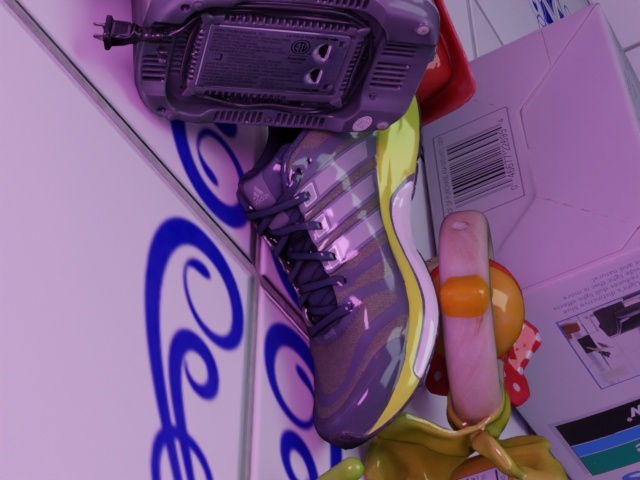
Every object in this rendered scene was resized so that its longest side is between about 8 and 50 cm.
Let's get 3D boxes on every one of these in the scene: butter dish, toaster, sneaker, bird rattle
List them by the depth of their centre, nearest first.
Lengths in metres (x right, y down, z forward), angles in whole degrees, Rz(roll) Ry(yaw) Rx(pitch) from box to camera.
[{"bbox_3d":[-0.040,-0.162,0.866,0.129,0.227,0.146,110,-25,-48],"label":"toaster"},{"bbox_3d":[0.000,0.000,0.917,0.121,0.111,0.299,16,55,-31],"label":"sneaker"},{"bbox_3d":[0.124,0.075,0.993,0.253,0.143,0.206,-63,150,-56],"label":"bird rattle"},{"bbox_3d":[0.020,-0.156,1.078,0.118,0.160,0.160,-18,85,-46],"label":"butter dish"}]

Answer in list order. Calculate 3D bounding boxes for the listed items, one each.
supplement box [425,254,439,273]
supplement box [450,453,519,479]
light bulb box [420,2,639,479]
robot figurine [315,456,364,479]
[{"bbox_3d":[0.109,0.035,1.171,0.036,0.062,0.098,64,20,-3],"label":"supplement box"},{"bbox_3d":[0.142,0.275,0.986,0.078,0.080,0.233,49,29,-42],"label":"supplement box"},{"bbox_3d":[0.291,0.019,1.398,0.361,0.225,0.357,50,26,-39],"label":"light bulb box"},{"bbox_3d":[0.012,0.182,0.778,0.115,0.067,0.101,33,37,-56],"label":"robot figurine"}]
